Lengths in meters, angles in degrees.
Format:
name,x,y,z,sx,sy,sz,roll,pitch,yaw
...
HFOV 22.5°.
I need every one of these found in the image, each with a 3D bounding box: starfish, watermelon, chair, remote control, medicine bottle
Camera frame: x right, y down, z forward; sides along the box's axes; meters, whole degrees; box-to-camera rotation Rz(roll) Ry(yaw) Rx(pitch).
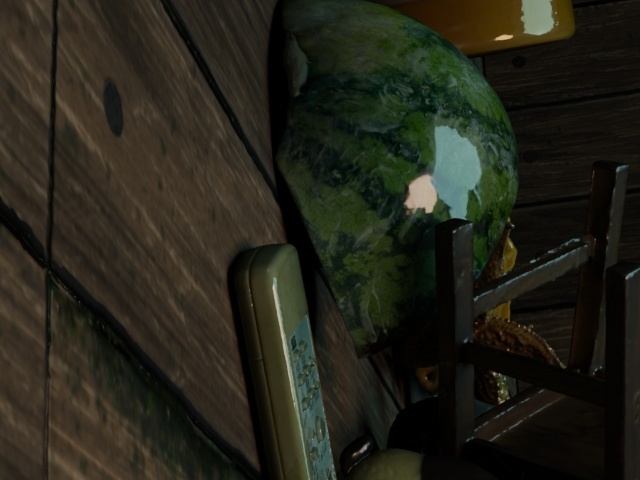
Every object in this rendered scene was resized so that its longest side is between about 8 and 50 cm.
name,x,y,z,sx,sy,sz,roll,pitch,yaw
starfish,0.164,0.095,1.565,0.231,0.048,0.295,47,-38,15
watermelon,0.051,-0.064,1.330,0.180,0.224,0.305,127,-33,-46
chair,0.236,0.173,1.314,0.241,0.203,0.416,-21,117,-44
remote control,-0.019,0.119,1.100,0.098,0.038,0.233,-48,130,-76
remote control,0.000,0.000,1.350,0.091,0.016,0.034,-49,118,-77
medicine bottle,0.132,-0.303,1.675,0.238,0.238,0.232,-37,118,-78

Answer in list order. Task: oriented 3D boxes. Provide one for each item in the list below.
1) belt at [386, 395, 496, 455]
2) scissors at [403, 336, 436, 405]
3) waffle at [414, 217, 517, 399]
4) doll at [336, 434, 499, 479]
name,x,y,z,sx,sy,sz,roll,pitch,yaw
belt,0.153,0.274,1.531,0.289,0.184,0.164,60,28,-50
scissors,0.111,0.166,1.783,0.180,0.032,0.392,29,55,-77
waffle,0.150,0.035,1.742,0.309,0.065,0.283,49,45,-47
doll,0.066,0.267,1.211,0.135,0.143,0.234,12,66,-45
